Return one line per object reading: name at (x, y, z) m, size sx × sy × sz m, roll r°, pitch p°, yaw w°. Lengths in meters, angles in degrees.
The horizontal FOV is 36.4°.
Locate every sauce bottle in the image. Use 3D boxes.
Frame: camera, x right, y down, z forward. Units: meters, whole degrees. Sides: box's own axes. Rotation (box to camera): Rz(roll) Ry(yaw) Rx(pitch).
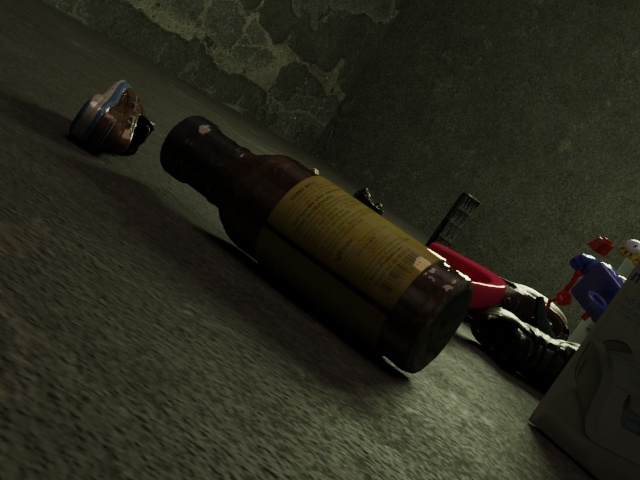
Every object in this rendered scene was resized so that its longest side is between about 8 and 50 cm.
sauce bottle at (-0.015, -0.012, 0.943) m, size 0.344 × 0.111 × 0.111 m, roll 37°, pitch 7°, yaw 23°

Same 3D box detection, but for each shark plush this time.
shark plush at (0.348, 0.151, 1.471) m, size 0.161 × 0.067 × 0.073 m, roll 65°, pitch -8°, yaw -12°

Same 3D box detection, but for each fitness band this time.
fitness band at (0.145, 0.038, 1.464) m, size 0.209 × 0.054 × 0.291 m, roll 11°, pitch 12°, yaw -37°

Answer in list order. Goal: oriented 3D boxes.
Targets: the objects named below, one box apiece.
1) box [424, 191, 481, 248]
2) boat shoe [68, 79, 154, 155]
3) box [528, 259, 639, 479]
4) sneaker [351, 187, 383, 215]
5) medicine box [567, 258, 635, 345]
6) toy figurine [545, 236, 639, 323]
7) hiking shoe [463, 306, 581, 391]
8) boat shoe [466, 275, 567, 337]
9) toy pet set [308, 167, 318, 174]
box at (0.292, -0.022, 2.231) m, size 0.045 × 0.191 × 0.184 m, roll 35°, pitch 7°, yaw 4°
boat shoe at (-0.218, -0.123, 1.049) m, size 0.066 × 0.066 × 0.183 m, roll 37°, pitch 15°, yaw -9°
box at (0.388, 0.175, 0.981) m, size 0.126 × 0.231 × 0.262 m, roll 29°, pitch 8°, yaw -37°
sneaker at (0.055, -0.079, 1.949) m, size 0.152 × 0.085 × 0.058 m, roll 33°, pitch 6°, yaw -2°
medicine box at (0.691, 0.222, 1.997) m, size 0.289 × 0.263 × 0.149 m, roll 31°, pitch 7°, yaw -22°
toy figurine at (0.429, 0.139, 1.387) m, size 0.217 × 0.191 × 0.363 m, roll 22°, pitch 33°, yaw -49°
hiking shoe at (0.304, 0.169, 1.373) m, size 0.227 × 0.086 × 0.114 m, roll 26°, pitch 11°, yaw 28°
boat shoe at (0.293, 0.107, 1.673) m, size 0.285 × 0.103 × 0.092 m, roll 29°, pitch 11°, yaw 0°
toy pet set at (-0.055, -0.090, 1.714) m, size 0.114 × 0.065 × 0.122 m, roll -1°, pitch -3°, yaw 10°
